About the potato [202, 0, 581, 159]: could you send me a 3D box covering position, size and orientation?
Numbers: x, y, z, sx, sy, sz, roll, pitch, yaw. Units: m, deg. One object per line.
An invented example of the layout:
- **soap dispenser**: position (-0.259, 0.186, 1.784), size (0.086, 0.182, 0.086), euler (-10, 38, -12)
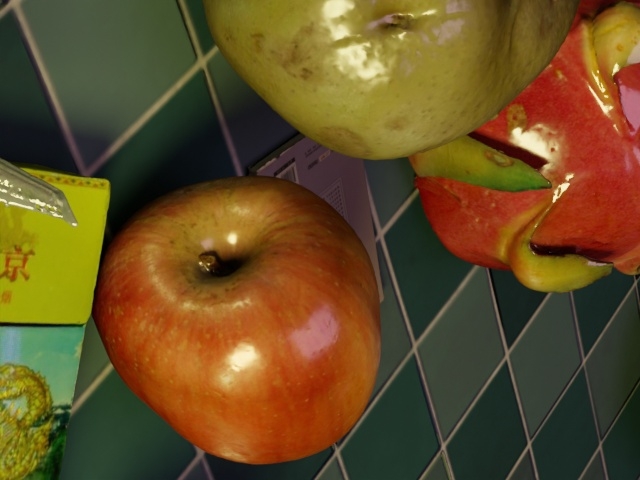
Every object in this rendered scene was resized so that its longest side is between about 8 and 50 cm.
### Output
- **potato**: position (0.066, -0.185, 1.054), size (0.351, 0.218, 0.202), euler (-27, 149, -51)

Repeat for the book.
- **book**: position (0.000, 0.000, 1.196), size (0.127, 0.014, 0.181), euler (-40, 131, -42)

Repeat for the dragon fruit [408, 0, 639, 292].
- **dragon fruit**: position (0.218, -0.093, 1.327), size (0.291, 0.189, 0.290), euler (-23, 118, -50)

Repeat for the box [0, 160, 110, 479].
- **box**: position (-0.218, 0.118, 0.888), size (0.187, 0.047, 0.335), euler (6, 94, -55)

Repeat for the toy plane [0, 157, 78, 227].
- **toy plane**: position (-0.232, -0.035, 0.756), size (0.226, 0.058, 0.226), euler (-7, 74, -17)

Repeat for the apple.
- **apple**: position (-0.045, 0.053, 1.006), size (0.199, 0.199, 0.199), euler (-23, 119, -50)
